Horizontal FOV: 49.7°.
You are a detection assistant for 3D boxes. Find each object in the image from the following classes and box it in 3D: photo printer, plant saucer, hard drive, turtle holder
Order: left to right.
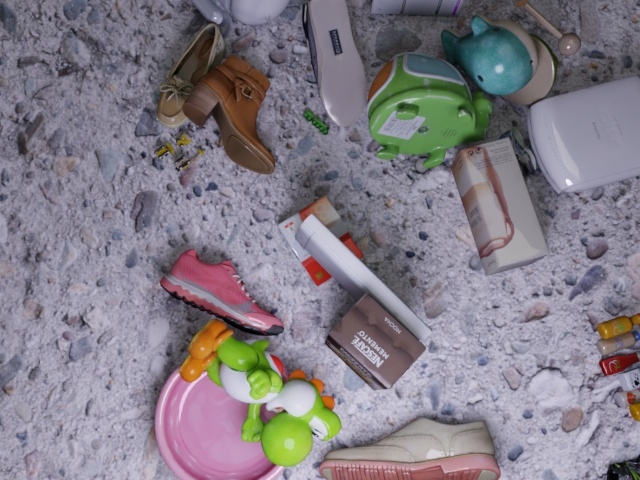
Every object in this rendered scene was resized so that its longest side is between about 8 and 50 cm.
[{"bbox_3d":[-0.205,0.404,1.573,0.332,0.084,0.332,0,77,0],"label":"plant saucer"},{"bbox_3d":[0.085,0.093,1.553,0.353,0.233,0.047,44,81,1],"label":"hard drive"},{"bbox_3d":[0.269,-0.337,1.674,0.321,0.243,0.227,-8,61,5],"label":"turtle holder"},{"bbox_3d":[0.683,-0.261,1.730,0.308,0.107,0.255,-14,78,-5],"label":"photo printer"}]

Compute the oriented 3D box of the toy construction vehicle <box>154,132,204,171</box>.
[{"bbox_3d":[-0.354,-0.217,1.738,0.098,0.035,0.086,-39,70,-12],"label":"toy construction vehicle"}]

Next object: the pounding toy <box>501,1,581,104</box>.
[{"bbox_3d":[0.542,-0.465,1.739,0.183,0.237,0.110,45,51,13],"label":"pounding toy"}]

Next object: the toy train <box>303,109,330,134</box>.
[{"bbox_3d":[-0.009,-0.302,1.770,0.083,0.017,0.023,42,69,8],"label":"toy train"}]

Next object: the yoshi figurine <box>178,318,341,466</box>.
[{"bbox_3d":[-0.134,0.342,1.460,0.362,0.203,0.203,33,94,3],"label":"yoshi figurine"}]

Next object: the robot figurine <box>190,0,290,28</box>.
[{"bbox_3d":[-0.208,-0.691,1.759,0.353,0.200,0.300,43,95,8],"label":"robot figurine"}]

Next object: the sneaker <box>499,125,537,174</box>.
[{"bbox_3d":[0.499,-0.220,1.752,0.058,0.052,0.135,-27,72,3],"label":"sneaker"}]

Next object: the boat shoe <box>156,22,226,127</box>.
[{"bbox_3d":[-0.335,-0.421,1.751,0.105,0.089,0.285,23,78,3],"label":"boat shoe"}]

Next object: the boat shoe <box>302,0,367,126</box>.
[{"bbox_3d":[0.032,-0.466,1.766,0.127,0.158,0.340,-10,106,-8],"label":"boat shoe"}]

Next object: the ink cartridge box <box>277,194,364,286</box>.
[{"bbox_3d":[0.000,0.000,1.689,0.145,0.045,0.179,-33,78,-8],"label":"ink cartridge box"}]

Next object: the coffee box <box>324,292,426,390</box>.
[{"bbox_3d":[0.109,0.230,1.509,0.168,0.297,0.119,43,80,8],"label":"coffee box"}]

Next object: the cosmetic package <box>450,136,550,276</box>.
[{"bbox_3d":[0.426,-0.077,1.663,0.129,0.153,0.296,-15,77,-3],"label":"cosmetic package"}]

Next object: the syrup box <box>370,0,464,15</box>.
[{"bbox_3d":[0.254,-0.656,1.815,0.237,0.096,0.093,1,79,-1],"label":"syrup box"}]

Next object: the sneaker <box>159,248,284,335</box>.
[{"bbox_3d":[-0.216,0.118,1.621,0.314,0.116,0.136,25,77,4],"label":"sneaker"}]

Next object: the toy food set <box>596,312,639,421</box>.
[{"bbox_3d":[0.726,0.292,1.604,0.105,0.111,0.232,-18,76,-5],"label":"toy food set"}]

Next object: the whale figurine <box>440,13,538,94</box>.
[{"bbox_3d":[0.394,-0.446,1.695,0.141,0.216,0.272,-45,44,-18],"label":"whale figurine"}]

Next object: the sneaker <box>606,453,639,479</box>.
[{"bbox_3d":[0.703,0.530,1.573,0.188,0.067,0.078,-42,88,-7],"label":"sneaker"}]

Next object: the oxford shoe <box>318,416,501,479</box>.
[{"bbox_3d":[0.195,0.483,1.562,0.397,0.140,0.146,-2,46,3],"label":"oxford shoe"}]

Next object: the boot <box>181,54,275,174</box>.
[{"bbox_3d":[-0.185,-0.318,1.738,0.283,0.109,0.220,37,56,-7],"label":"boot"}]
